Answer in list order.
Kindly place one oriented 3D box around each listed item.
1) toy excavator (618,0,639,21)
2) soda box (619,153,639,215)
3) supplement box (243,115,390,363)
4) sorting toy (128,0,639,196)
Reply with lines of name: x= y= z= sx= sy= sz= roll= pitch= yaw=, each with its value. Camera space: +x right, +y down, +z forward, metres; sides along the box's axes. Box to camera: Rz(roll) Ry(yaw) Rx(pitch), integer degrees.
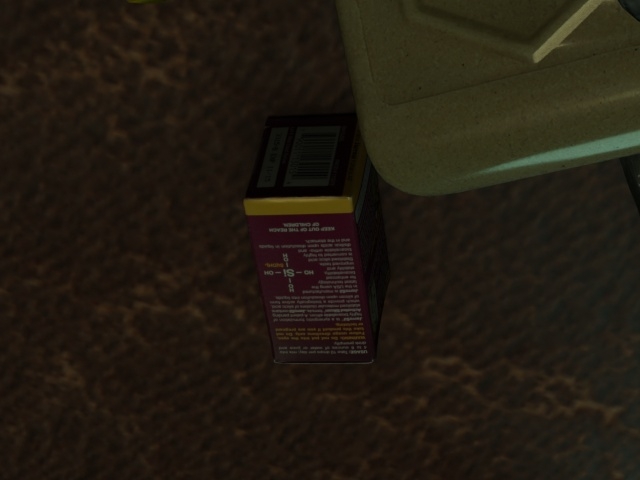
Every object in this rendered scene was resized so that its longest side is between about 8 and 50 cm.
toy excavator: x=0.050 y=-0.308 z=0.287 sx=0.222 sy=0.433 sz=0.445 roll=-21 pitch=148 yaw=26
soda box: x=0.130 y=-0.049 z=0.645 sx=0.060 sy=0.053 sz=0.169 roll=-15 pitch=113 yaw=18
supplement box: x=0.000 y=0.000 z=0.718 sx=0.043 sy=0.055 sz=0.083 roll=-1 pitch=127 yaw=10
sorting toy: x=0.044 y=-0.131 z=0.544 sx=0.307 sy=0.041 sz=0.229 roll=-12 pitch=92 yaw=25
